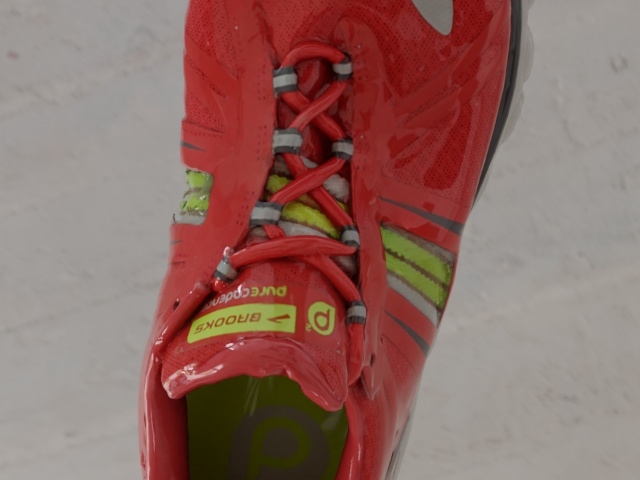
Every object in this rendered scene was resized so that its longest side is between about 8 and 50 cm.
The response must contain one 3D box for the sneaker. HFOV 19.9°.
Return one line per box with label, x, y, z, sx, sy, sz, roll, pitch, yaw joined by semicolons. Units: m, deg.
sneaker;0.000;0.000;0.527;0.107;0.118;0.279;8;109;6
